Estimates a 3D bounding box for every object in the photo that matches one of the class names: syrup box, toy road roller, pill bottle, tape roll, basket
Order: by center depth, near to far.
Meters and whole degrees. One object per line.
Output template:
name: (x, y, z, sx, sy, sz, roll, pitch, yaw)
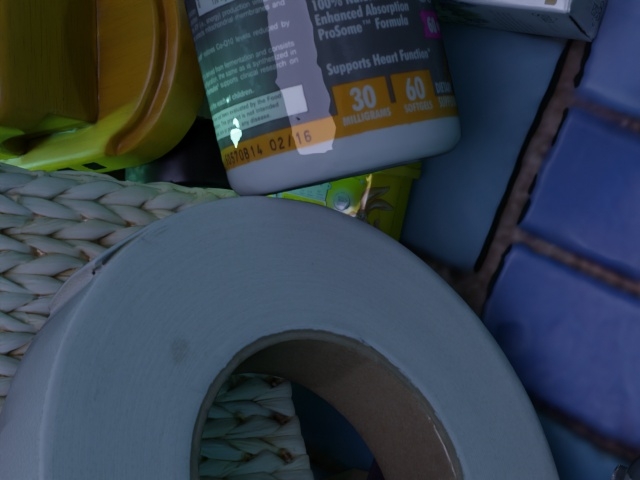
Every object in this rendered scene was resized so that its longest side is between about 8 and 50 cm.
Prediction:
tape roll: (-0.008, 0.159, 0.770, 0.072, 0.392, 0.392, -35, 72, 45)
pill bottle: (-0.012, -0.177, 0.845, 0.162, 0.162, 0.278, -12, 92, 23)
basket: (-0.226, 0.121, 0.883, 0.328, 0.331, 0.266, -29, 63, 47)
syrup box: (0.090, -0.215, 0.940, 0.237, 0.093, 0.096, 11, 91, 24)
toy road roller: (-0.221, -0.126, 0.968, 0.330, 0.241, 0.202, -8, 80, 34)

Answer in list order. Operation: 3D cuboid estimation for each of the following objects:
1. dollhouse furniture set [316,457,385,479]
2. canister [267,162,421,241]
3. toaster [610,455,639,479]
dollhouse furniture set: (0.056, 0.189, 0.979, 0.081, 0.091, 0.114, 43, 136, -20)
canister: (0.000, 0.000, 0.979, 0.126, 0.073, 0.169, 14, 94, 24)
toaster: (0.272, 0.242, 0.818, 0.227, 0.129, 0.146, 28, 102, 21)
